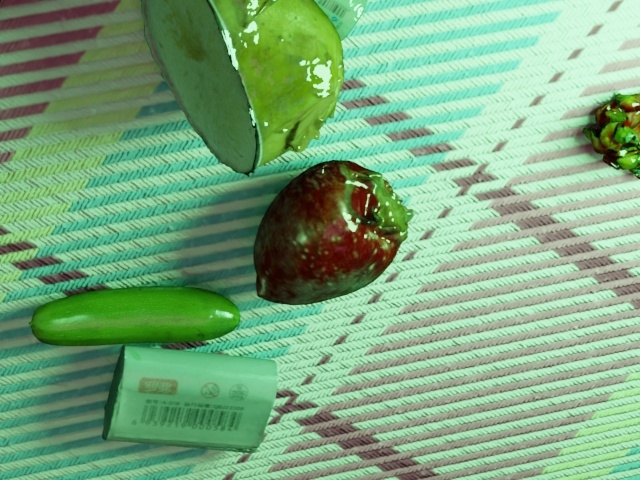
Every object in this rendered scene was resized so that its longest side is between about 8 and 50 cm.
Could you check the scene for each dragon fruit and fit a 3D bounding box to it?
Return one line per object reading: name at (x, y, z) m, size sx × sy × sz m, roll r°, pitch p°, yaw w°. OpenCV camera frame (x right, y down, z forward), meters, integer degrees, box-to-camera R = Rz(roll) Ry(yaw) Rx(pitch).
dragon fruit at (0.445, -0.141, 1.775) m, size 0.142 × 0.175 × 0.138 m, roll -2°, pitch 109°, yaw 24°

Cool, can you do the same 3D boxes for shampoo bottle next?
shampoo bottle at (-0.035, -0.331, 1.619) m, size 0.191 × 0.041 × 0.069 m, roll 28°, pitch 116°, yaw -21°

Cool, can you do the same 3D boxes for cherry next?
cherry at (0.000, 0.000, 1.709) m, size 0.250 × 0.192 × 0.175 m, roll -43°, pitch 78°, yaw 21°

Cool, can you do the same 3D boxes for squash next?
squash at (-0.260, 0.106, 1.762) m, size 0.293 × 0.082 × 0.082 m, roll -2°, pitch 115°, yaw -9°

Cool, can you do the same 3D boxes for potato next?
potato at (-0.084, -0.256, 1.557) m, size 0.196 × 0.246 × 0.299 m, roll -32°, pitch 114°, yaw -25°

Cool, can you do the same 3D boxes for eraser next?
eraser at (-0.192, 0.235, 1.825) m, size 0.227 × 0.081 × 0.174 m, roll 7°, pitch 131°, yaw -16°
